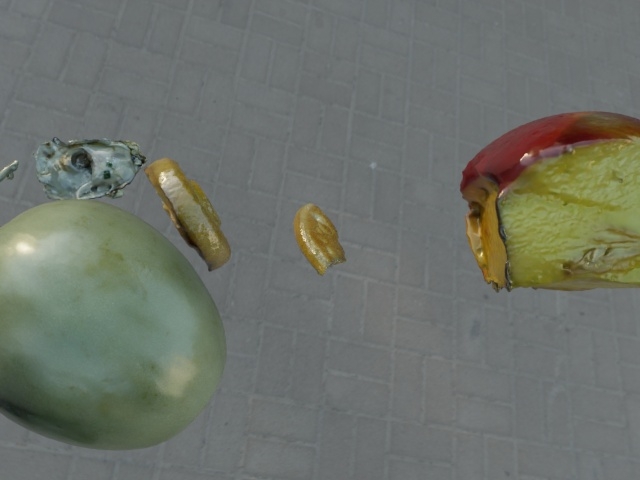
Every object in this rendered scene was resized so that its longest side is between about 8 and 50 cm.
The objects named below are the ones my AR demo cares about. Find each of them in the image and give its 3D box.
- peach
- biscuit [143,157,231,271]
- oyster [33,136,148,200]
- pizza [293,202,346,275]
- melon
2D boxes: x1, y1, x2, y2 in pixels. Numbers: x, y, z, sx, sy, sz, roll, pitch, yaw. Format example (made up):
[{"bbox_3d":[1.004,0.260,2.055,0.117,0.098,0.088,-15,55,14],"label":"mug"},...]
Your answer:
[{"bbox_3d":[0.157,-0.018,0.382,0.151,0.151,0.118,23,40,-8],"label":"peach"},{"bbox_3d":[-0.306,-0.069,1.481,0.102,0.296,0.296,-34,81,-9],"label":"biscuit"},{"bbox_3d":[-0.342,-0.104,0.944,0.165,0.053,0.109,-10,76,-20],"label":"oyster"},{"bbox_3d":[-0.005,-0.004,1.537,0.134,0.056,0.271,22,30,-38],"label":"pizza"},{"bbox_3d":[-0.253,0.091,0.686,0.307,0.272,0.272,18,62,5],"label":"melon"}]
